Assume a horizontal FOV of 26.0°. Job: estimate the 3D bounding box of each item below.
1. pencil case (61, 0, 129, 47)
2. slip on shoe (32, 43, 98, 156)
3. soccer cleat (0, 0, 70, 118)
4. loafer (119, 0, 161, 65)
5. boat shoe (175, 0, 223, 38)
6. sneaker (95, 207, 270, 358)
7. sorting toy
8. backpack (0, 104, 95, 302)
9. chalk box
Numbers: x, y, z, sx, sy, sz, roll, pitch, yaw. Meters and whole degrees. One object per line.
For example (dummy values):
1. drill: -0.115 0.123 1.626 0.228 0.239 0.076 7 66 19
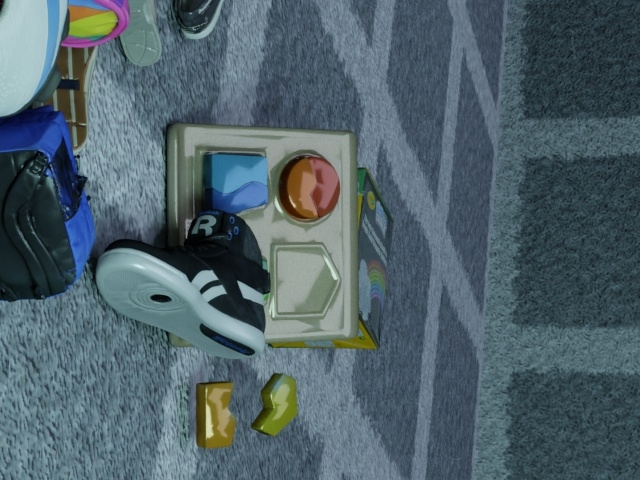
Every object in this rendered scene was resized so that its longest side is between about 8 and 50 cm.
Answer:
1. pencil case: -0.176 -0.263 1.034 0.104 0.104 0.236 55 35 -62
2. slip on shoe: -0.196 -0.123 1.055 0.041 0.051 0.135 145 -56 -61
3. soccer cleat: -0.205 -0.244 0.894 0.143 0.116 0.331 46 47 -67
4. loafer: -0.160 -0.211 1.183 0.039 0.045 0.125 -97 -179 -53
5. boat shoe: -0.111 -0.253 1.334 0.038 0.046 0.125 71 32 -57
6. sneaker: -0.120 0.016 1.215 0.217 0.079 0.121 41 46 -53
7. sorting toy: -0.047 0.042 1.346 0.229 0.041 0.307 0 89 -36
8. backpack: -0.200 -0.025 0.937 0.101 0.097 0.120 -71 154 -57
9. chalk box: 0.000 0.000 1.545 0.132 0.132 0.213 59 33 -57
